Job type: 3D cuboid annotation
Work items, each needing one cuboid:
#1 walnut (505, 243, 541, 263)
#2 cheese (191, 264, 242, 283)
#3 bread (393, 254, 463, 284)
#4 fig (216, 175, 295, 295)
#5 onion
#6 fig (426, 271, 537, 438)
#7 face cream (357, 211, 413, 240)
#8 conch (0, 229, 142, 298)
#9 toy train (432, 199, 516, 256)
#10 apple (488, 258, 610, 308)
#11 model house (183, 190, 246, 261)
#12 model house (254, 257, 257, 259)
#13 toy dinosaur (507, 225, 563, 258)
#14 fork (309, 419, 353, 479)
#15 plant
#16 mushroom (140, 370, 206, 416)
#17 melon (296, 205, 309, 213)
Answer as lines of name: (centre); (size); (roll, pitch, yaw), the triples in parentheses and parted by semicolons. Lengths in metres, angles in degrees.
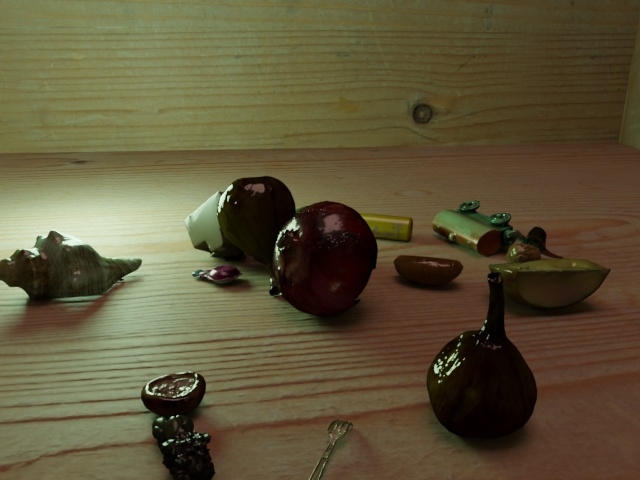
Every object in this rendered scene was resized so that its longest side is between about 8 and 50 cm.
walnut: (0.577, 0.045, 1.771); (0.096, 0.079, 0.083); (5, 57, -13)
cheese: (-0.279, 0.090, 1.680); (0.145, 0.038, 0.095); (3, 17, 25)
bread: (0.287, 0.080, 1.670); (0.189, 0.078, 0.114); (8, 1, 24)
fig: (-0.159, -0.005, 1.645); (0.216, 0.321, 0.217); (-10, -16, -3)
onion: (0.006, 0.041, 1.476); (0.276, 0.276, 0.276); (0, 19, 0)
fig: (0.254, 0.204, 1.042); (0.190, 0.290, 0.191); (-16, 34, 11)
face cream: (0.161, -0.050, 2.030); (0.273, 0.078, 0.078); (7, 20, 16)
conch: (-0.636, 0.061, 1.578); (0.386, 0.170, 0.203); (-13, 48, -28)
toy train: (0.482, -0.036, 1.972); (0.177, 0.116, 0.285); (-20, 26, -19)
apple: (0.553, 0.102, 1.558); (0.264, 0.120, 0.193); (0, 6, -11)
model house: (-0.249, -0.017, 1.878); (0.248, 0.181, 0.176); (17, 43, -52)
model house: (-0.144, 0.032, 1.838); (0.083, 0.066, 0.078); (6, -1, -45)
toy dinosaur: (0.635, 0.008, 1.834); (0.187, 0.106, 0.044); (-1, 20, -2)
fork: (0.005, 0.342, 0.985); (0.034, 0.029, 0.219); (11, 22, 19)
plant: (-0.216, 0.321, 0.970); (0.085, 0.087, 0.174); (30, -3, -33)
mushroom: (-0.264, 0.278, 1.124); (0.123, 0.052, 0.123); (-2, 12, 0)
melon: (0.000, 0.000, 1.727); (0.182, 0.182, 0.287); (-11, 20, -29)
